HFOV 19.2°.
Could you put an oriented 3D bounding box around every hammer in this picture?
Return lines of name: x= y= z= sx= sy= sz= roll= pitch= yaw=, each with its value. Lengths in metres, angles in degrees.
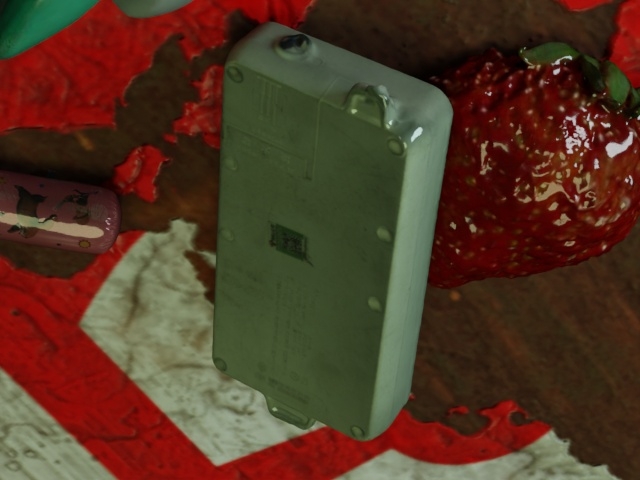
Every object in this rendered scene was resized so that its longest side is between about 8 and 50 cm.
hammer: x=-0.151 y=-0.017 z=1.045 sx=0.083 sy=0.043 sz=0.043 roll=8 pitch=134 yaw=-4

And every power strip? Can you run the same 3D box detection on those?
power strip: x=0.000 y=0.000 z=1.026 sx=0.118 sy=0.046 sz=0.270 roll=26 pitch=138 yaw=20

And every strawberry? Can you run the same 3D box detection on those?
strawberry: x=0.101 y=-0.026 z=1.017 sx=0.147 sy=0.082 sz=0.187 roll=29 pitch=133 yaw=-16

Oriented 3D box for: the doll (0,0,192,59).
doll: x=-0.071 y=-0.189 z=0.823 sx=0.258 sy=0.153 sz=0.195 roll=-21 pitch=114 yaw=-2
